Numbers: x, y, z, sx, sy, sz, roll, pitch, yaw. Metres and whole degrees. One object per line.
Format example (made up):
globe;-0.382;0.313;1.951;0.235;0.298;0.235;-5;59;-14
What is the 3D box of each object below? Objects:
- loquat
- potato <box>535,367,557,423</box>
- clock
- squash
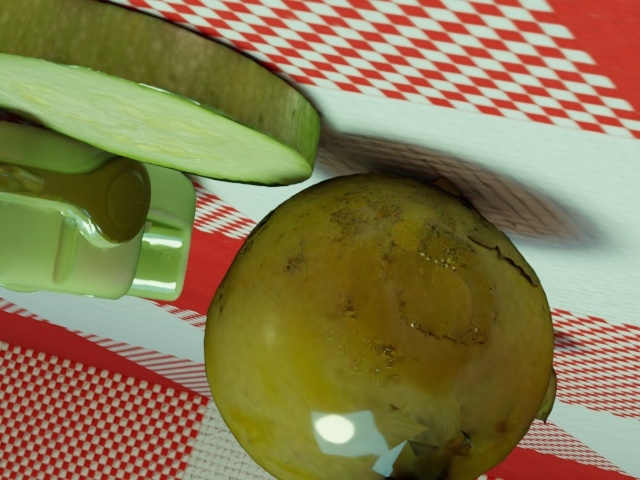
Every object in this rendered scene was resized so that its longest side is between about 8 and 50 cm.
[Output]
loquat;0.038;0.066;1.254;0.235;0.235;0.235;18;170;3
potato;0.121;0.098;1.692;0.200;0.081;0.164;16;178;30
clock;-0.257;-0.025;1.414;0.286;0.117;0.348;8;177;7
squash;-0.116;-0.094;1.202;0.252;0.048;0.252;15;170;3
